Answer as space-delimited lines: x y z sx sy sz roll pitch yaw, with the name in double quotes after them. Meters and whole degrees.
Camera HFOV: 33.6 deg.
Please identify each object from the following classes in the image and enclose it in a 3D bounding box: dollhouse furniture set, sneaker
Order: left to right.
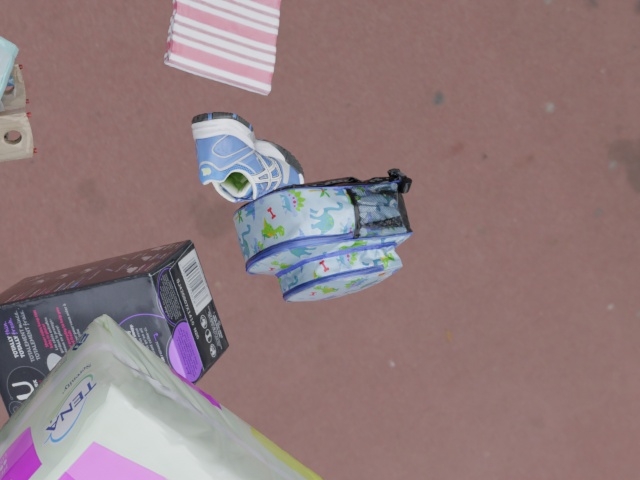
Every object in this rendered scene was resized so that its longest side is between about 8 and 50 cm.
-0.416 -0.199 1.249 0.129 0.129 0.184 -10 131 -14 "dollhouse furniture set"
-0.088 -0.079 1.253 0.080 0.081 0.211 -8 161 29 "sneaker"

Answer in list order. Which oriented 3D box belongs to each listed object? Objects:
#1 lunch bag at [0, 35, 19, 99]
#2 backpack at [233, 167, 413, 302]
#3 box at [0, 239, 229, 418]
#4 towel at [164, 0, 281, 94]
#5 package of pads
-0.451 -0.144 1.031 0.262 0.160 0.223 23 84 -19 "lunch bag"
0.000 0.000 0.780 0.114 0.084 0.105 -2 165 -32 "backpack"
-0.283 0.118 1.372 0.270 0.143 0.165 -12 104 19 "box"
-0.119 -0.286 1.325 0.144 0.197 0.029 14 161 -28 "towel"
-0.070 0.214 0.522 0.296 0.101 0.229 41 95 -23 "package of pads"
